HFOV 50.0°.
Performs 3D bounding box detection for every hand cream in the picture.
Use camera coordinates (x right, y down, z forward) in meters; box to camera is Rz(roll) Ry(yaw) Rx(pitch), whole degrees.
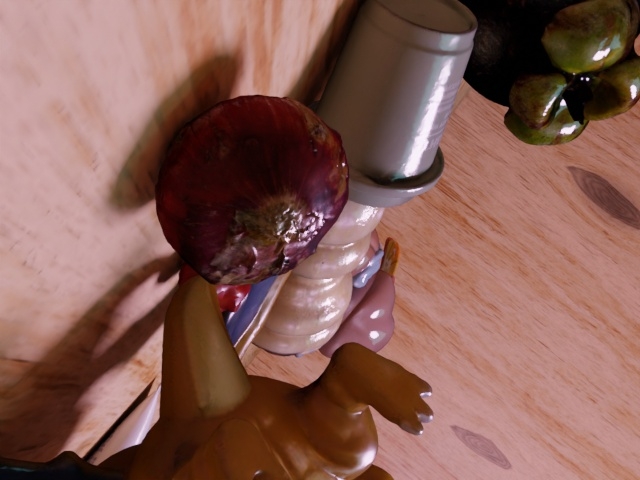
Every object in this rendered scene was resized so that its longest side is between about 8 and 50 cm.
[{"bbox_3d":[-0.259,0.290,0.816,0.248,0.083,0.133,-60,-177,-36],"label":"hand cream"}]

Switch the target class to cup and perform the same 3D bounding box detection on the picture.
[{"bbox_3d":[0.052,-0.107,0.502,0.120,0.120,0.141,-47,165,-45],"label":"cup"}]

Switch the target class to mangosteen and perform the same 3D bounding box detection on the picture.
[{"bbox_3d":[0.239,-0.221,0.712,0.243,0.243,0.243,-51,176,-5],"label":"mangosteen"}]

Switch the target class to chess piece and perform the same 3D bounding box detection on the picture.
[{"bbox_3d":[-0.007,0.005,0.718,0.143,0.143,0.261,-48,171,-38],"label":"chess piece"}]

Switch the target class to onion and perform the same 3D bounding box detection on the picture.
[{"bbox_3d":[-0.037,-0.028,0.366,0.107,0.097,0.107,-26,143,-21],"label":"onion"}]

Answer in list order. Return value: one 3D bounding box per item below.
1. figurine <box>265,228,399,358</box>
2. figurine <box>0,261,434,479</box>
[{"bbox_3d":[0.027,0.088,1.264,0.276,0.248,0.388,-55,-175,3],"label":"figurine"},{"bbox_3d":[-0.095,0.206,0.539,0.387,0.268,0.401,-57,178,34],"label":"figurine"}]
